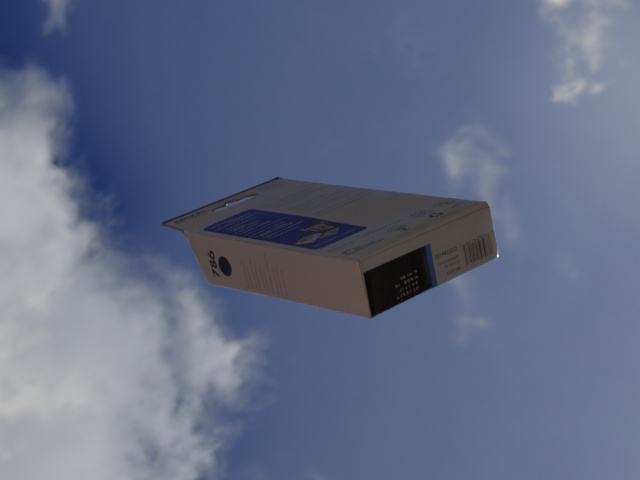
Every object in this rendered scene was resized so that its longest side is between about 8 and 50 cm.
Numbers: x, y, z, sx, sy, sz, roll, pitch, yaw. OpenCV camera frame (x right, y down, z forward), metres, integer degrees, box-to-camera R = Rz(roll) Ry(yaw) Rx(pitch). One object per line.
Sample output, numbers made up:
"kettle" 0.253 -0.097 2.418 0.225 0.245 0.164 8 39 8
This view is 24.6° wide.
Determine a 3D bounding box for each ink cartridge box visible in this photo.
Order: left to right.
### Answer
"ink cartridge box" 0.000 0.000 1.441 0.165 0.333 0.065 -24 -69 -32
